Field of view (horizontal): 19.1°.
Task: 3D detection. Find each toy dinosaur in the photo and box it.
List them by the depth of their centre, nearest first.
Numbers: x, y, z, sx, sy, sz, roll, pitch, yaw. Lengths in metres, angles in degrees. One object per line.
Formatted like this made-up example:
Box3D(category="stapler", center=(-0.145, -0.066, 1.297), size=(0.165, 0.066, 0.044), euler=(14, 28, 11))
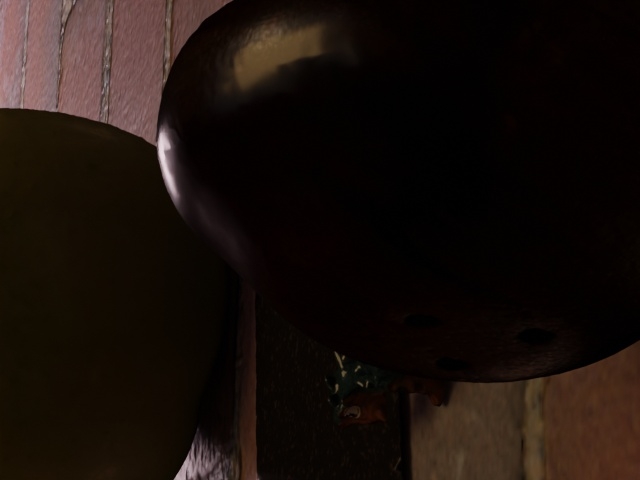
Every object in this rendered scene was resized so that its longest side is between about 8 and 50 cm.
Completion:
Box3D(category="toy dinosaur", center=(0.036, 0.031, 0.804), size=(0.049, 0.055, 0.154), euler=(-97, 20, -45))

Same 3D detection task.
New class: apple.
Box3D(category="apple", center=(-0.196, 0.046, 1.177), size=(0.292, 0.254, 0.292), euler=(-179, 90, -73))

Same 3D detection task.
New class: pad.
Box3D(category="pad", center=(0.000, 0.000, 0.995), size=(0.220, 0.004, 0.330), euler=(136, 137, -63))

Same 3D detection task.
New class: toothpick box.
Box3D(category="toothpick box", center=(0.052, -0.104, 0.608), size=(0.192, 0.192, 0.294), euler=(135, 143, -62))
